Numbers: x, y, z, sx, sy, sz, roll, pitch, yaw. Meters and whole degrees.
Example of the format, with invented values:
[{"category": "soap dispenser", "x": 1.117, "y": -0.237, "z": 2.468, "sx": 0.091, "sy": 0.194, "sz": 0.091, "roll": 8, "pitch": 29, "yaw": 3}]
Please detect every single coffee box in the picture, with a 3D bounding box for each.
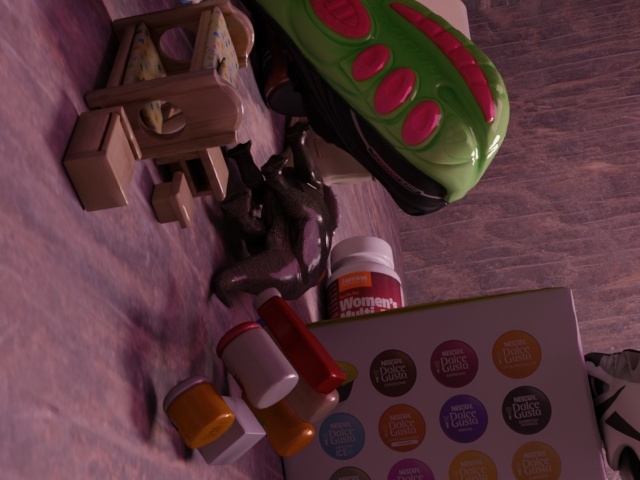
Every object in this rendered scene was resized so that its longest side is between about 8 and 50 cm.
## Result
[{"category": "coffee box", "x": 0.152, "y": 0.242, "z": 1.176, "sx": 0.338, "sy": 0.338, "sz": 0.334, "roll": 19, "pitch": 62, "yaw": -79}]

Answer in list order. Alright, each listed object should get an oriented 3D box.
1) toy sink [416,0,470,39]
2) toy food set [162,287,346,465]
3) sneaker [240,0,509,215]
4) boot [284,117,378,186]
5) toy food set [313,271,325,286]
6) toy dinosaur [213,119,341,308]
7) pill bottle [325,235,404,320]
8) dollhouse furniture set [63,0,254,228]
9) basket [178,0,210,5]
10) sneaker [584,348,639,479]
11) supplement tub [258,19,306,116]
[{"category": "toy sink", "x": 0.060, "y": -0.261, "z": 1.194, "sx": 0.234, "sy": 0.153, "sz": 0.131, "roll": 26, "pitch": 52, "yaw": -44}, {"category": "toy food set", "x": -0.058, "y": 0.103, "z": 0.779, "sx": 0.104, "sy": 0.111, "sz": 0.232, "roll": 51, "pitch": 9, "yaw": 22}, {"category": "sneaker", "x": 0.004, "y": -0.216, "z": 1.024, "sx": 0.482, "sy": 0.185, "sz": 0.202, "roll": 60, "pitch": -22, "yaw": 27}, {"category": "boot", "x": 0.036, "y": -0.136, "z": 1.387, "sx": 0.213, "sy": 0.165, "sz": 0.077, "roll": -82, "pitch": 162, "yaw": -57}, {"category": "toy food set", "x": 0.000, "y": 0.000, "z": 1.303, "sx": 0.192, "sy": 0.039, "sz": 0.132, "roll": 29, "pitch": 76, "yaw": -80}, {"category": "toy dinosaur", "x": -0.032, "y": -0.015, "z": 0.991, "sx": 0.313, "sy": 0.121, "sz": 0.160, "roll": -92, "pitch": 156, "yaw": -60}, {"category": "pill bottle", "x": 0.069, "y": 0.110, "z": 1.496, "sx": 0.121, "sy": 0.121, "sz": 0.221, "roll": 69, "pitch": 15, "yaw": -54}, {"category": "dollhouse furniture set", "x": -0.090, "y": -0.056, "z": 0.702, "sx": 0.182, "sy": 0.101, "sz": 0.161, "roll": -89, "pitch": 167, "yaw": -49}, {"category": "basket", "x": -0.058, "y": -0.302, "z": 0.640, "sx": 0.201, "sy": 0.255, "sz": 0.289, "roll": 57, "pitch": -5, "yaw": 15}, {"category": "sneaker", "x": 0.344, "y": 0.197, "z": 1.052, "sx": 0.330, "sy": 0.122, "sz": 0.146, "roll": 37, "pitch": 61, "yaw": -77}, {"category": "supplement tub", "x": -0.030, "y": -0.273, "z": 1.305, "sx": 0.106, "sy": 0.106, "sz": 0.197, "roll": 62, "pitch": 21, "yaw": -65}]
